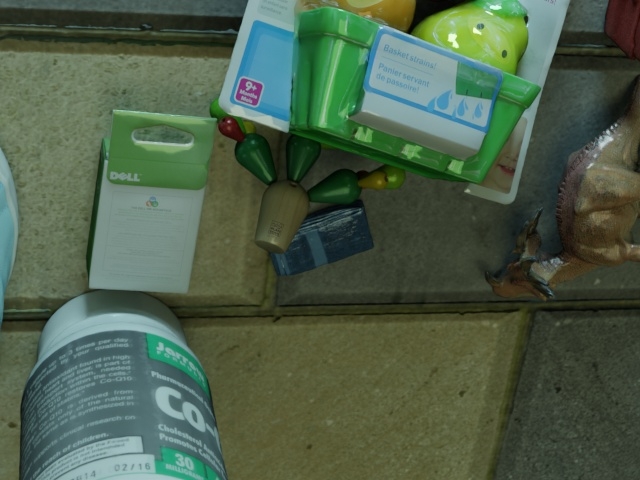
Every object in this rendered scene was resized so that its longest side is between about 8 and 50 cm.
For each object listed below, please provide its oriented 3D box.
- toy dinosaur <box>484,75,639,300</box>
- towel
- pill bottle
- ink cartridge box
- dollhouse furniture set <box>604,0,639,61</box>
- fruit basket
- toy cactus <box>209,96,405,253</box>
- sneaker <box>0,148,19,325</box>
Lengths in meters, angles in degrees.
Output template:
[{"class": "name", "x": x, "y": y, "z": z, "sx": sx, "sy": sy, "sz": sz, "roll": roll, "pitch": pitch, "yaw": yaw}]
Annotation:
[{"class": "toy dinosaur", "x": 0.307, "y": -0.038, "z": 1.304, "sx": 0.200, "sy": 0.127, "sz": 0.295, "roll": 3, "pitch": 113, "yaw": -8}, {"class": "towel", "x": 0.000, "y": 0.000, "z": 1.299, "sx": 0.120, "sy": 0.029, "sz": 0.067, "roll": -18, "pitch": 123, "yaw": -3}, {"class": "pill bottle", "x": -0.205, "y": 0.213, "z": 1.176, "sx": 0.204, "sy": 0.361, "sz": 0.204, "roll": -6, "pitch": 121, "yaw": -10}, {"class": "ink cartridge box", "x": -0.181, "y": -0.049, "z": 1.206, "sx": 0.109, "sy": 0.062, "sz": 0.209, "roll": 4, "pitch": 118, "yaw": -16}, {"class": "dollhouse furniture set", "x": 0.434, "y": -0.347, "z": 1.131, "sx": 0.201, "sy": 0.152, "sz": 0.374, "roll": -1, "pitch": 120, "yaw": -13}, {"class": "fruit basket", "x": 0.104, "y": -0.242, "z": 1.090, "sx": 0.327, "sy": 0.165, "sz": 0.353, "roll": 17, "pitch": 95, "yaw": -23}, {"class": "toy cactus", "x": -0.017, "y": -0.075, "z": 1.181, "sx": 0.219, "sy": 0.112, "sz": 0.180, "roll": 23, "pitch": 72, "yaw": -15}, {"class": "sneaker", "x": -0.376, "y": 0.054, "z": 1.166, "sx": 0.135, "sy": 0.150, "sz": 0.365, "roll": -1, "pitch": 120, "yaw": -14}]
